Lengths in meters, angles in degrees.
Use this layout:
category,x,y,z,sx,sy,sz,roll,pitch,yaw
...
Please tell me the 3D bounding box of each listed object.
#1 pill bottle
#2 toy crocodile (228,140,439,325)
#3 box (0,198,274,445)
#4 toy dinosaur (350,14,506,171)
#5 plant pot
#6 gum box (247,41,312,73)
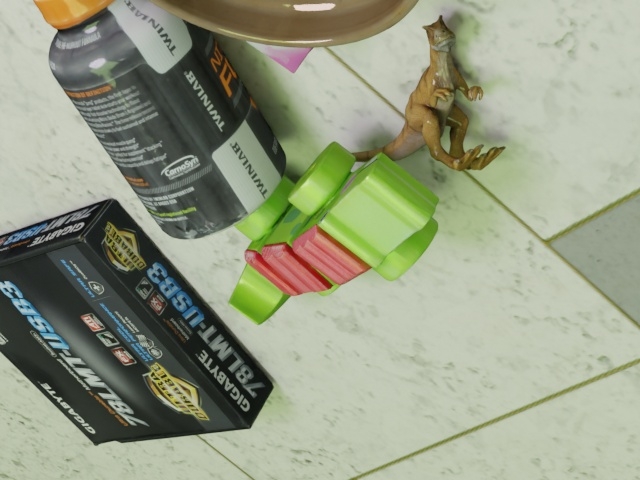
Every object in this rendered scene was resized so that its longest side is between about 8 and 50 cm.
category,x,y,z,sx,sy,sz,roll,pitch,yaw
pill bottle,-0.139,-0.129,1.133,0.130,0.130,0.245,-4,131,37
toy crocodile,0.000,0.000,1.175,0.115,0.105,0.340,40,158,-13
box,-0.245,0.105,1.522,0.293,0.073,0.295,-14,124,42
toy dinosaur,0.087,-0.097,1.095,0.112,0.064,0.211,51,145,18
plant pot,-0.035,-0.236,0.884,0.237,0.109,0.237,11,154,5
gum box,-0.056,-0.221,1.030,0.188,0.062,0.107,34,143,-5
